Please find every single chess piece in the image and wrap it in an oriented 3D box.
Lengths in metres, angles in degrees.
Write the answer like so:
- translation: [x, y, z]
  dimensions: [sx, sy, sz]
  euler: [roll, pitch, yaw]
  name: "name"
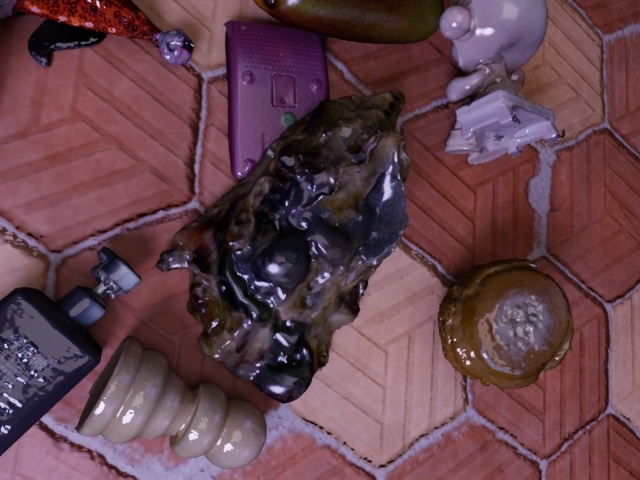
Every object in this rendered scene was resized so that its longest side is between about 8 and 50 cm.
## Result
- translation: [-0.131, 0.166, 0.454]
  dimensions: [0.171, 0.094, 0.094]
  euler: [30, 75, -22]
  name: "chess piece"

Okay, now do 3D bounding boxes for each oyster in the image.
- translation: [0.009, -0.006, 0.509]
  dimensions: [0.361, 0.096, 0.221]
  euler: [-46, 109, -12]
  name: "oyster"

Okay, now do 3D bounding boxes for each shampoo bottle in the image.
- translation: [-0.287, 0.129, 0.403]
  dimensions: [0.098, 0.071, 0.309]
  euler: [47, 71, -8]
  name: "shampoo bottle"

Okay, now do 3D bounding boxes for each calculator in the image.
- translation: [-0.046, -0.161, 0.547]
  dimensions: [0.127, 0.034, 0.190]
  euler: [-2, 85, -22]
  name: "calculator"

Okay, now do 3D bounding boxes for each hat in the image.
- translation: [-0.232, -0.253, 0.465]
  dimensions: [0.228, 0.129, 0.140]
  euler: [22, 59, -34]
  name: "hat"

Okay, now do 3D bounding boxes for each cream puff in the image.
- translation: [0.217, 0.101, 0.568]
  dimensions: [0.165, 0.115, 0.150]
  euler: [-4, 78, -11]
  name: "cream puff"

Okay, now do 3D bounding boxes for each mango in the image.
- translation: [0.044, -0.303, 0.555]
  dimensions: [0.268, 0.111, 0.133]
  euler: [-5, 59, -29]
  name: "mango"

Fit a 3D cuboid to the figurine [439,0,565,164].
- translation: [0.222, -0.241, 0.595]
  dimensions: [0.182, 0.144, 0.256]
  euler: [1, 82, -19]
  name: "figurine"
